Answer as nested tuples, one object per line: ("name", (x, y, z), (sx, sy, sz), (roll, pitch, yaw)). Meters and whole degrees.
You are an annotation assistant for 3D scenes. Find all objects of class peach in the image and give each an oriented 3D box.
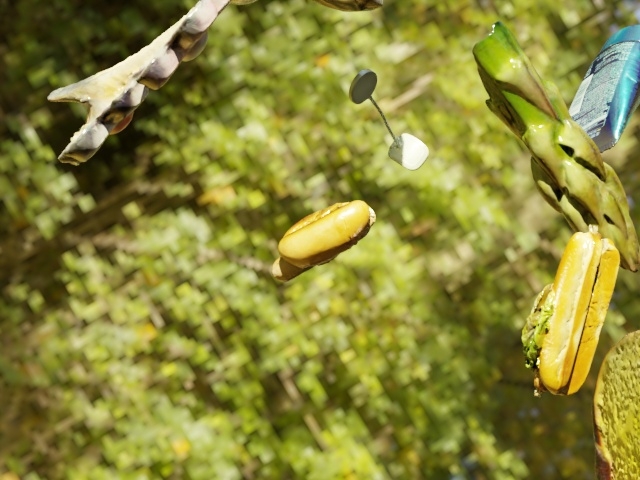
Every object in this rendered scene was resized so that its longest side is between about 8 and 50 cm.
("peach", (0.344, 0.176, 1.821), (0.189, 0.068, 0.279), (63, -26, 27))

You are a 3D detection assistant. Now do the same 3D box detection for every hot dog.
("hot dog", (0.180, 0.052, 1.356), (0.041, 0.133, 0.056), (16, 0, 38))
("hot dog", (0.000, 0.000, 2.163), (0.090, 0.140, 0.060), (-80, 145, -81))

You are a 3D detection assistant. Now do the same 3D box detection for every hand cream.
("hand cream", (0.328, -0.160, 2.156), (0.120, 0.270, 0.061), (-27, -72, 39))

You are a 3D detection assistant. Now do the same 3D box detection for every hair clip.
("hair clip", (-0.183, -0.169, 1.870), (0.075, 0.257, 0.146), (52, 22, -9))

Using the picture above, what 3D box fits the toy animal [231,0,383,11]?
("toy animal", (-0.052, -0.414, 2.335), (0.251, 0.310, 0.250), (-167, -90, -86))

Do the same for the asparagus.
("asparagus", (0.236, -0.087, 1.842), (0.287, 0.080, 0.080), (54, -12, -6))

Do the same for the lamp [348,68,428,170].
("lamp", (0.093, -0.167, 2.569), (0.056, 0.050, 0.198), (35, -10, 34))
